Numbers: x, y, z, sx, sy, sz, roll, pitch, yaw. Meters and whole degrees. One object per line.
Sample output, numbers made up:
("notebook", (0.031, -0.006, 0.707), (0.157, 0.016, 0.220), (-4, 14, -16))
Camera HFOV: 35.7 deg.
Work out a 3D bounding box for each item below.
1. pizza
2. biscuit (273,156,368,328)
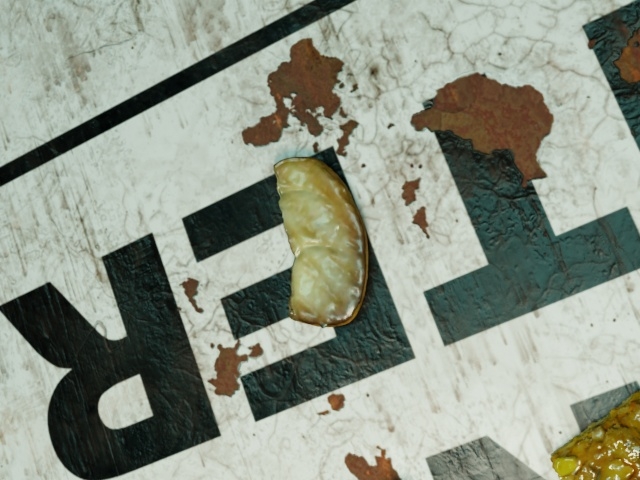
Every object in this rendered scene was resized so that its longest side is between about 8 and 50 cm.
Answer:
("pizza", (0.507, 0.344, 1.436), (0.268, 0.087, 0.257), (-41, 76, 10))
("biscuit", (0.004, -0.002, 1.669), (0.154, 0.045, 0.299), (-9, 81, 20))
